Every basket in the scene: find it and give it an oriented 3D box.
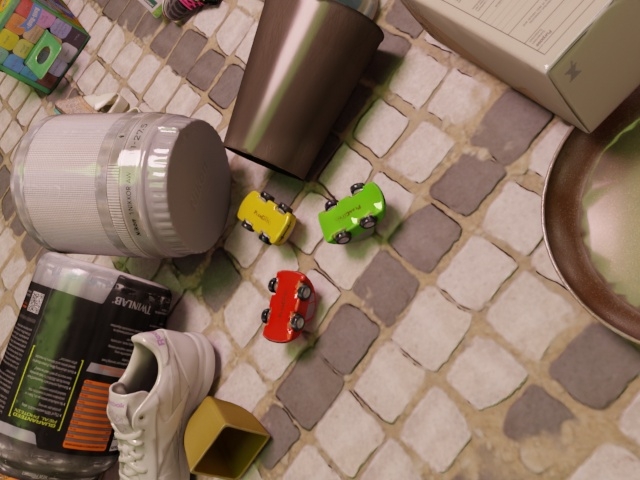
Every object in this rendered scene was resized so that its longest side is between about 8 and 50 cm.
[{"bbox_3d":[-0.038,-0.214,0.898,0.204,0.154,0.227,22,90,40],"label":"basket"}]

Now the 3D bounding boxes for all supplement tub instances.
[{"bbox_3d":[-0.369,0.203,0.939,0.207,0.207,0.338,10,79,38],"label":"supplement tub"}]

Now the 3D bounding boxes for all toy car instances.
[{"bbox_3d":[0.000,0.000,0.849,0.225,0.053,0.239,-30,59,23],"label":"toy car"}]

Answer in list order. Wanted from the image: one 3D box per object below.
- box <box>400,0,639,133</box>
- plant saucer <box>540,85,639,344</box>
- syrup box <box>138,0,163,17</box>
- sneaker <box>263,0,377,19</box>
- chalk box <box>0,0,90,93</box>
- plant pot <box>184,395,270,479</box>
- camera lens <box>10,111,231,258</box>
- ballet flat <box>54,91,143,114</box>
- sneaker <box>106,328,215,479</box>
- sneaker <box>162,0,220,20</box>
[{"bbox_3d":[0.226,-0.267,0.709,0.148,0.121,0.311,-46,44,12],"label":"box"},{"bbox_3d":[0.374,-0.037,0.598,0.310,0.050,0.311,-12,67,31],"label":"plant saucer"},{"bbox_3d":[-0.268,-0.554,1.204,0.237,0.093,0.096,-34,39,21],"label":"syrup box"},{"bbox_3d":[-0.060,-0.454,0.995,0.366,0.150,0.135,40,97,38],"label":"sneaker"},{"bbox_3d":[-0.665,-0.471,1.415,0.180,0.179,0.289,-50,52,11],"label":"chalk box"},{"bbox_3d":[-0.134,0.257,0.837,0.081,0.081,0.083,-55,40,6],"label":"plant pot"},{"bbox_3d":[-0.302,-0.084,0.957,0.274,0.219,0.219,3,74,17],"label":"camera lens"},{"bbox_3d":[-0.385,-0.215,1.179,0.316,0.107,0.106,37,91,28],"label":"ballet flat"},{"bbox_3d":[-0.249,0.269,0.865,0.114,0.152,0.305,2,76,34],"label":"sneaker"},{"bbox_3d":[-0.229,-0.467,1.176,0.170,0.063,0.075,-32,51,17],"label":"sneaker"}]
